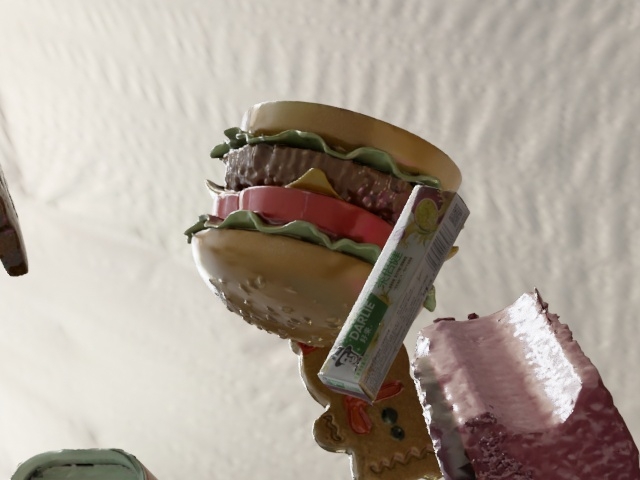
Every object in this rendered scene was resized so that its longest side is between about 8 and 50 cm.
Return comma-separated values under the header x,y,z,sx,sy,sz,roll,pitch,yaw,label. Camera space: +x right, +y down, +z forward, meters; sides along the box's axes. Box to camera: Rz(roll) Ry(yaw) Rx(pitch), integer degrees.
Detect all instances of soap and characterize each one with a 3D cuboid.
x,y,z,sx,sy,sz,roll,pitch,yaw,label
0.136,0.148,1.101,0.289,0.112,0.182,-106,176,-65,soap

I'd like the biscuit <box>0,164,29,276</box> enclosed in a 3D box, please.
x,y,z,sx,sy,sz,roll,pitch,yaw,label
-0.432,-0.102,2.223,0.301,0.043,0.278,-132,-159,-73,biscuit

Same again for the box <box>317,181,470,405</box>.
x,y,z,sx,sy,sz,roll,pitch,yaw,label
0.066,0.045,1.544,0.050,0.207,0.041,13,-23,37,box

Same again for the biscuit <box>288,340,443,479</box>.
x,y,z,sx,sy,sz,roll,pitch,yaw,label
0.056,0.170,1.917,0.225,0.166,0.036,66,-27,21,biscuit

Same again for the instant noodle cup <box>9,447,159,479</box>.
x,y,z,sx,sy,sz,roll,pitch,yaw,label
-0.285,0.431,2.335,0.294,0.294,0.308,38,-16,33,instant noodle cup

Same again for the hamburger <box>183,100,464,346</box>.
x,y,z,sx,sy,sz,roll,pitch,yaw,label
0.000,0.000,1.779,0.275,0.212,0.274,17,-17,5,hamburger
